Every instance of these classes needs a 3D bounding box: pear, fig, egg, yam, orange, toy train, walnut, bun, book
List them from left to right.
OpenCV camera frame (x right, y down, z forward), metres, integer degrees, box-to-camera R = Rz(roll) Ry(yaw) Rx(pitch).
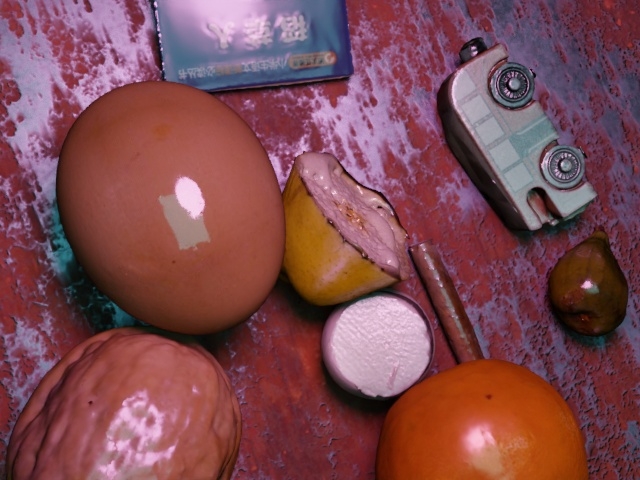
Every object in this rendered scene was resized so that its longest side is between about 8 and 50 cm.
[{"bbox_3d":[-0.256,0.277,1.370,0.306,0.306,0.344,24,76,-8],"label":"walnut"},{"bbox_3d":[-0.203,-0.044,1.396,0.301,0.301,0.374,-24,78,-11],"label":"egg"},{"bbox_3d":[-0.116,-0.448,1.541,0.300,0.039,0.428,-8,99,-11],"label":"book"},{"bbox_3d":[-0.001,0.001,1.501,0.178,0.267,0.267,-39,94,19],"label":"pear"},{"bbox_3d":[0.086,0.156,1.534,0.173,0.120,0.172,0,84,-3],"label":"bun"},{"bbox_3d":[0.210,0.122,1.597,0.046,0.046,0.264,-24,89,-11],"label":"yam"},{"bbox_3d":[0.230,0.324,1.452,0.312,0.312,0.312,1,86,-10],"label":"orange"},{"bbox_3d":[0.298,-0.162,1.595,0.159,0.129,0.326,-33,93,-5],"label":"toy train"},{"bbox_3d":[0.429,0.066,1.626,0.133,0.185,0.126,33,119,-12],"label":"fig"}]
